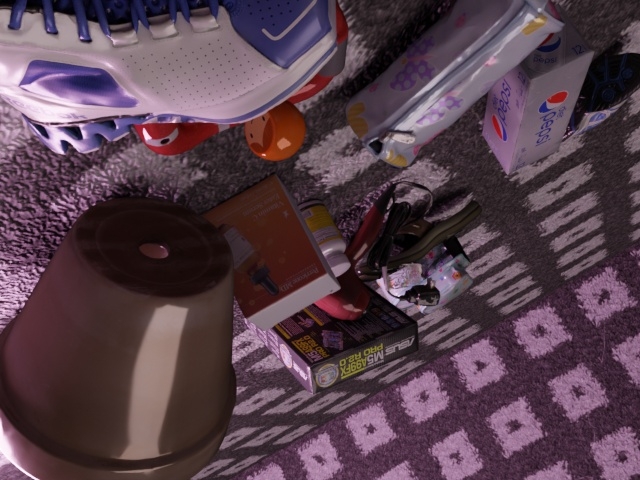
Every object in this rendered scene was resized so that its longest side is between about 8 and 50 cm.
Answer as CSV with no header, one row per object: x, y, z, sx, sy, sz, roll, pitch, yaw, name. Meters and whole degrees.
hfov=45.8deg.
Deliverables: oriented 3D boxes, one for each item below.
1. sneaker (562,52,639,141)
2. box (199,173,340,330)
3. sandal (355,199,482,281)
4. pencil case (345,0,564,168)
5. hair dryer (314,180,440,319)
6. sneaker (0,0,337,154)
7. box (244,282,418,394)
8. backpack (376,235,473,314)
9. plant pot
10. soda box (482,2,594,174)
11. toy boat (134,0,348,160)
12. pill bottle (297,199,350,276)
0.461,-0.242,1.262,0.081,0.080,0.211,-18,167,-39,sneaker
-0.071,0.018,1.064,0.130,0.170,0.091,-30,159,3,box
0.171,-0.007,1.425,0.303,0.086,0.120,-31,176,-25,sandal
0.153,-0.206,0.903,0.273,0.113,0.124,-41,177,28,pencil case
0.055,0.024,1.290,0.294,0.223,0.080,-9,-177,-12,hair dryer
-0.154,-0.161,0.556,0.316,0.127,0.182,-14,160,24,sneaker
0.012,0.148,1.357,0.216,0.270,0.060,-19,119,-24,box
0.218,0.074,1.584,0.189,0.144,0.166,-29,164,12,backpack
-0.239,0.108,0.953,0.323,0.323,0.280,-10,135,-39,plant pot
0.310,-0.210,1.114,0.098,0.091,0.286,-26,158,-2,soda box
-0.066,-0.142,0.736,0.231,0.151,0.151,-23,158,-12,toy boat
0.000,0.000,1.183,0.065,0.116,0.065,-24,158,-10,pill bottle
